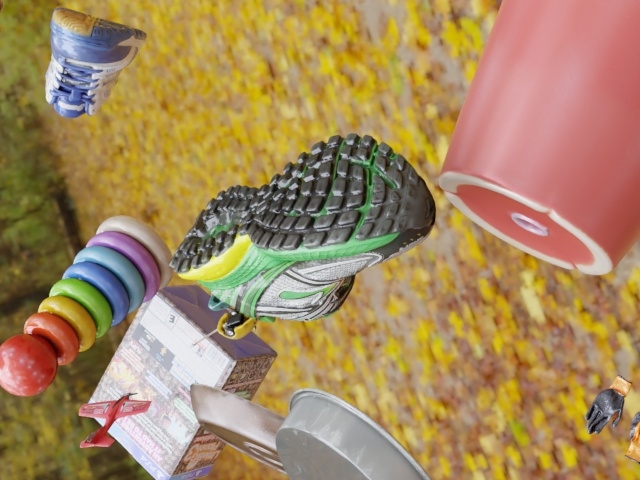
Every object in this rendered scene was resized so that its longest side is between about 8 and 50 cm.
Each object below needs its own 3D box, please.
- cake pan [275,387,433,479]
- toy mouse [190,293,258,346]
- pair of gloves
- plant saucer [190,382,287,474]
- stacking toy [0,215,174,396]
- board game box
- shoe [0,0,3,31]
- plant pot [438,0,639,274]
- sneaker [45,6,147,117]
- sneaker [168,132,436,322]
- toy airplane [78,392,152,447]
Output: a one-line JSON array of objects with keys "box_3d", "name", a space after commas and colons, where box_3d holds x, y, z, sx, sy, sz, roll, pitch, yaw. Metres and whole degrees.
[{"box_3d": [0.050, 0.312, 1.487, 0.293, 0.054, 0.293, 37, 152, 24], "name": "cake pan"}, {"box_3d": [-0.091, 0.069, 1.565, 0.031, 0.161, 0.143, 50, -153, -35], "name": "toy mouse"}, {"box_3d": [0.335, 0.195, 1.300, 0.083, 0.074, 0.010, 33, 176, 26], "name": "pair of gloves"}, {"box_3d": [-0.070, 0.310, 1.818, 0.311, 0.050, 0.310, 24, 163, 8], "name": "plant saucer"}, {"box_3d": [-0.358, 0.109, 1.773, 0.141, 0.330, 0.141, 18, 135, 20], "name": "stacking toy"}, {"box_3d": [-0.259, 0.264, 2.210, 0.232, 0.141, 0.291, 39, 109, 25], "name": "board game box"}, {"box_3d": [-0.533, -0.335, 1.827, 0.058, 0.076, 0.219, 52, 149, 0], "name": "shoe"}, {"box_3d": [0.259, -0.115, 1.192, 0.275, 0.243, 0.275, 29, 172, 5], "name": "plant pot"}, {"box_3d": [-0.285, -0.210, 1.472, 0.296, 0.112, 0.130, -141, 70, -81], "name": "sneaker"}, {"box_3d": [0.000, 0.000, 1.160, 0.146, 0.134, 0.344, 38, 152, -23], "name": "sneaker"}, {"box_3d": [-0.357, 0.306, 2.025, 0.151, 0.151, 0.028, 42, 155, 63], "name": "toy airplane"}]
